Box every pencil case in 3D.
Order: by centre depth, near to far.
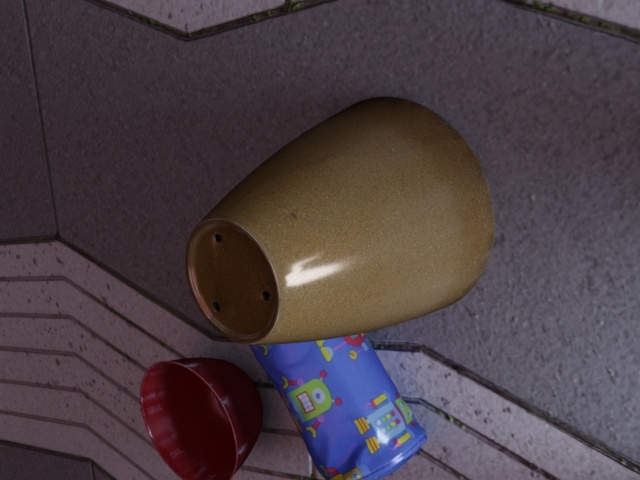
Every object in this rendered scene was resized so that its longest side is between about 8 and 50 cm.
[{"bbox_3d":[-0.011,0.135,1.040,0.133,0.119,0.306,-37,80,19],"label":"pencil case"}]

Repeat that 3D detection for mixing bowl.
[{"bbox_3d":[-0.142,0.225,1.207,0.181,0.098,0.181,16,116,37],"label":"mixing bowl"}]

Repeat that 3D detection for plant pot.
[{"bbox_3d":[0.000,0.000,0.887,0.237,0.254,0.237,18,118,37],"label":"plant pot"}]
